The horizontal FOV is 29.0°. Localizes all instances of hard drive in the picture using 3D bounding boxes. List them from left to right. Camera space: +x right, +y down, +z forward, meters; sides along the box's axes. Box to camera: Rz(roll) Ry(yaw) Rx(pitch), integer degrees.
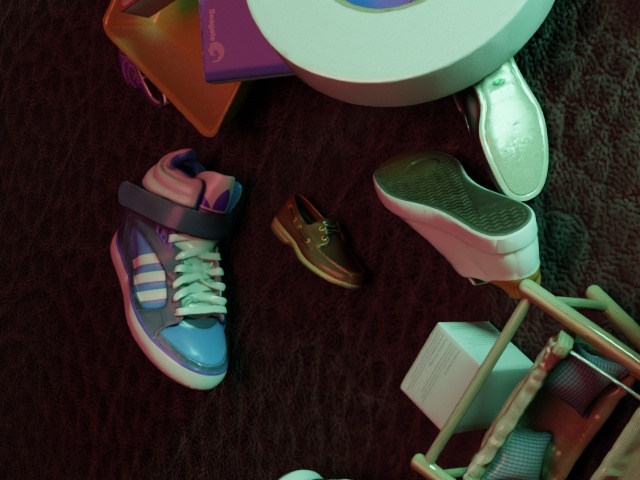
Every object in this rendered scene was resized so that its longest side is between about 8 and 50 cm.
[{"bbox_3d":[-0.005,-0.322,1.588,0.318,0.040,0.210,-4,90,20],"label":"hard drive"}]

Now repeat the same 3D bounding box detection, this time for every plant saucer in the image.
[{"bbox_3d":[-0.147,-0.365,1.788,0.333,0.081,0.333,46,117,35],"label":"plant saucer"}]

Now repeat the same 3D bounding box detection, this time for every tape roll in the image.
[{"bbox_3d":[0.097,-0.345,1.458,0.392,0.072,0.392,-8,67,19],"label":"tape roll"}]

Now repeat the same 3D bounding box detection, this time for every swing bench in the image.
[{"bbox_3d":[0.277,0.215,1.292,0.254,0.165,0.253,43,114,36],"label":"swing bench"}]

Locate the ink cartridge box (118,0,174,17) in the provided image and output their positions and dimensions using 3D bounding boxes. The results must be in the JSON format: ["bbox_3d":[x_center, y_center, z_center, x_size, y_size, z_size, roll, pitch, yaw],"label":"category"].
[{"bbox_3d":[-0.251,-0.406,1.794,0.099,0.056,0.135,-22,72,41],"label":"ink cartridge box"}]

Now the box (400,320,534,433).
[{"bbox_3d":[0.170,0.158,1.437,0.087,0.101,0.102,44,117,35],"label":"box"}]

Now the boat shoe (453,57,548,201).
[{"bbox_3d":[0.206,-0.152,1.462,0.079,0.084,0.233,121,132,-73],"label":"boat shoe"}]

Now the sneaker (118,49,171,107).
[{"bbox_3d":[-0.267,-0.255,1.916,0.170,0.068,0.071,57,139,40],"label":"sneaker"}]

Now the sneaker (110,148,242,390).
[{"bbox_3d":[-0.181,0.021,1.754,0.236,0.130,0.323,-54,49,31],"label":"sneaker"}]

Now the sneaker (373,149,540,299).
[{"bbox_3d":[0.156,-0.014,1.468,0.290,0.106,0.123,42,156,55],"label":"sneaker"}]

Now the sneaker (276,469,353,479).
[{"bbox_3d":[0.035,0.514,1.490,0.257,0.169,0.448,-2,83,45],"label":"sneaker"}]

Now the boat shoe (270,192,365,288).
[{"bbox_3d":[0.000,0.000,1.634,0.178,0.064,0.060,43,117,39],"label":"boat shoe"}]
